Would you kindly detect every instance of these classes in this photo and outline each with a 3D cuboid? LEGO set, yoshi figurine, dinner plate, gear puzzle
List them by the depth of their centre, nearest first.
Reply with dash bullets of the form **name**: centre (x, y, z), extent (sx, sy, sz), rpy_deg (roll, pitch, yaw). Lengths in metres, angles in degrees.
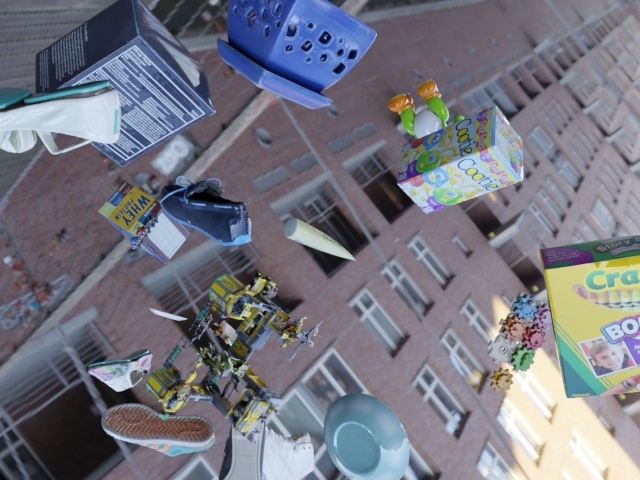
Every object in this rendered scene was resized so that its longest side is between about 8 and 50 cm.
- **LEGO set**: centre (-0.151, 0.243, 1.314), extent (0.331, 0.192, 0.255), rpy_deg (-52, 147, -4)
- **yoshi figurine**: centre (0.346, -0.302, 2.108), extent (0.203, 0.362, 0.203), rpy_deg (-23, 180, -22)
- **gear puzzle**: centre (0.642, 0.343, 2.212), extent (0.338, 0.176, 0.044), rpy_deg (-64, -165, 2)
- **dinner plate**: centre (-0.544, 0.265, 2.417), extent (0.141, 0.141, 0.017), rpy_deg (137, -31, -79)

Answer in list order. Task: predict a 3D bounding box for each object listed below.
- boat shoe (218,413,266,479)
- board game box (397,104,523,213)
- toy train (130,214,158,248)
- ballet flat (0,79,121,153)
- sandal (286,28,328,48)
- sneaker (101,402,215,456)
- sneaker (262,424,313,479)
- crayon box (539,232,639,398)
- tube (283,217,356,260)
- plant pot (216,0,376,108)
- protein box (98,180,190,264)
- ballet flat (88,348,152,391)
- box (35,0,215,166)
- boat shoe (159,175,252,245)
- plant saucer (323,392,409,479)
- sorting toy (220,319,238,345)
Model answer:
- **boat shoe**: centre (-0.193, 0.563, 1.687), extent (0.095, 0.112, 0.335), rpy_deg (105, -5, -76)
- **board game box**: centre (0.352, -0.198, 1.720), extent (0.275, 0.144, 0.142), rpy_deg (-21, -137, 36)
- **toy train**: centre (-0.515, -0.024, 1.973), extent (0.036, 0.027, 0.158), rpy_deg (9, 140, -36)
- **ballet flat**: centre (-0.556, -0.228, 1.309), extent (0.400, 0.139, 0.139), rpy_deg (2, -164, 21)
- **sandal**: centre (-0.054, -0.629, 2.122), extent (0.255, 0.097, 0.054), rpy_deg (-8, 180, 9)
- **sneaker**: centre (-0.435, 0.522, 1.824), extent (0.121, 0.302, 0.108), rpy_deg (98, 2, -46)
- **sneaker**: centre (-0.118, 0.562, 1.910), extent (0.169, 0.292, 0.108), rpy_deg (-28, -157, -24)
- **crayon box**: centre (0.645, 0.142, 1.340), extent (0.363, 0.313, 0.106), rpy_deg (-11, -155, 16)
- **tube**: centre (0.000, 0.000, 1.978), extent (0.062, 0.240, 0.070), rpy_deg (-26, -128, 38)
- **plant pot**: centre (-0.067, -0.420, 1.427), extent (0.236, 0.236, 0.212), rpy_deg (12, 113, -45)
- **protein box**: centre (-0.580, -0.057, 2.247), extent (0.136, 0.200, 0.201), rpy_deg (-53, 152, -15)
- **ballet flat**: centre (-0.459, 0.309, 1.596), extent (0.077, 0.079, 0.221), rpy_deg (-12, 176, 15)
- **box**: centre (-0.462, -0.375, 1.630), extent (0.294, 0.182, 0.296), rpy_deg (-26, 145, 15)
- **boat shoe**: centre (-0.203, -0.071, 1.248), extent (0.109, 0.258, 0.089), rpy_deg (-17, 121, -45)
- **plant saucer**: centre (0.078, 0.397, 1.327), extent (0.195, 0.195, 0.037), rpy_deg (-39, 165, 31)
- **sorting toy**: centre (-0.269, 0.293, 2.031), extent (0.045, 0.083, 0.075), rpy_deg (-39, -139, 0)
